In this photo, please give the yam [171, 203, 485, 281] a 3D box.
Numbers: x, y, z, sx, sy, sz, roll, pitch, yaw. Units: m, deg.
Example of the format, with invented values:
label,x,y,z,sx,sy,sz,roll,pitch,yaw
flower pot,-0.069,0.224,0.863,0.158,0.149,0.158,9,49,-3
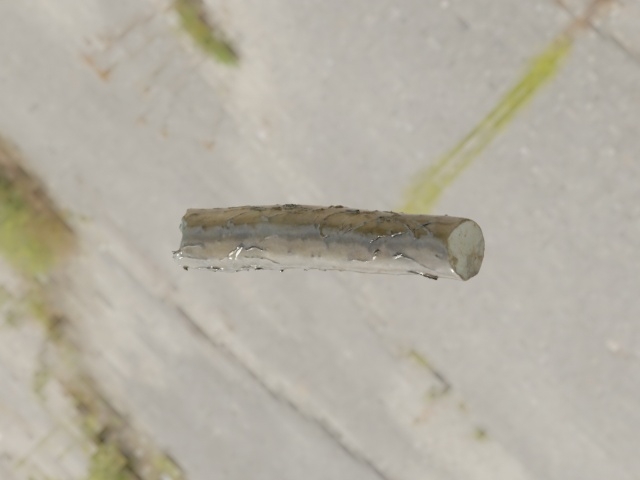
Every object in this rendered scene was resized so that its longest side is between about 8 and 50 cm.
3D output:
label,x,y,z,sx,sy,sz,roll,pitch,yaw
yam,0.000,0.000,0.797,0.145,0.032,0.032,3,139,34
